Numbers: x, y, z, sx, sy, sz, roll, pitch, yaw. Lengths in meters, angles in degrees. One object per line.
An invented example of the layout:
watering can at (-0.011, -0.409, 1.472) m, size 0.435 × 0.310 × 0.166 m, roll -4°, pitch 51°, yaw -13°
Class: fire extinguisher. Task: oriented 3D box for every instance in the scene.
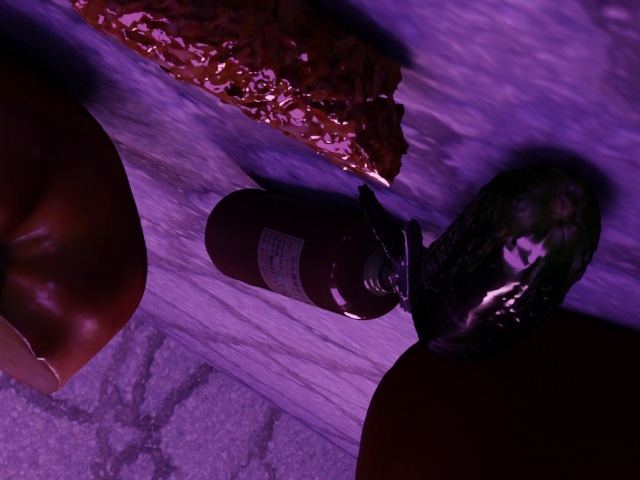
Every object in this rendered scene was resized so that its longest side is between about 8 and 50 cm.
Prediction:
fire extinguisher at (0.000, 0.000, 0.868) m, size 0.231 × 0.071 × 0.099 m, roll 13°, pitch 131°, yaw 56°

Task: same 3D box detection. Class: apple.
apple at (-0.302, -0.023, 1.012) m, size 0.328 × 0.295 × 0.365 m, roll 3°, pitch -175°, yaw -39°

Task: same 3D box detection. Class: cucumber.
cucumber at (0.092, 0.016, 0.665) m, size 0.074 × 0.074 × 0.241 m, roll 30°, pitch 168°, yaw 3°

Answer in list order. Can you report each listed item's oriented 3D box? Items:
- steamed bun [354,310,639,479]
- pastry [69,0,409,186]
steamed bun at (0.183, 0.205, 0.794) m, size 0.235 × 0.248 × 0.379 m, roll 38°, pitch 166°, yaw -36°
pastry at (-0.027, -0.087, 0.566) m, size 0.169 × 0.063 × 0.087 m, roll 29°, pitch 179°, yaw -13°
